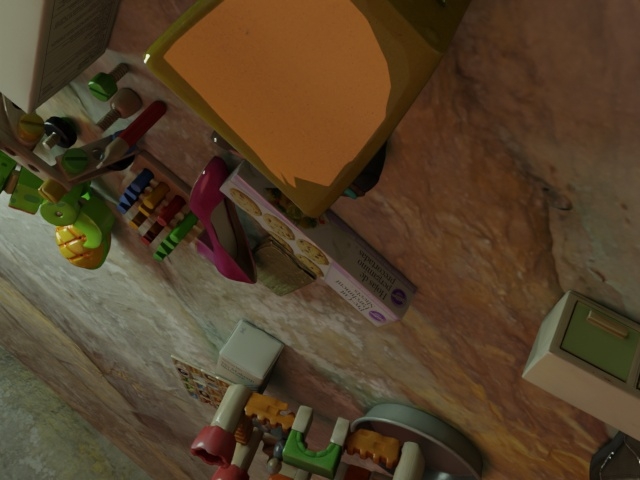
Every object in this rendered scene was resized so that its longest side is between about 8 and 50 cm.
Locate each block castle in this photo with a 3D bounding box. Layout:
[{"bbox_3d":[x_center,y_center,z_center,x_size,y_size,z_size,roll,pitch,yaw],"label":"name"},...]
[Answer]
[{"bbox_3d":[-0.023,0.498,1.367,0.452,0.213,0.303,15,145,13],"label":"block castle"}]

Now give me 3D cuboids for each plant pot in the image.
[{"bbox_3d":[0.013,-0.189,0.608,0.212,0.212,0.187,43,134,-14],"label":"plant pot"}]

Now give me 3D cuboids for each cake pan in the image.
[{"bbox_3d":[0.202,0.431,1.380,0.293,0.054,0.293,23,146,17],"label":"cake pan"}]

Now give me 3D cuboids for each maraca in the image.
[{"bbox_3d":[-0.475,-0.027,1.341,0.127,0.099,0.186,16,117,21],"label":"maraca"}]

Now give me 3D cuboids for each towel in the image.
[{"bbox_3d":[-0.071,0.044,1.137,0.110,0.027,0.148,40,147,-11],"label":"towel"}]

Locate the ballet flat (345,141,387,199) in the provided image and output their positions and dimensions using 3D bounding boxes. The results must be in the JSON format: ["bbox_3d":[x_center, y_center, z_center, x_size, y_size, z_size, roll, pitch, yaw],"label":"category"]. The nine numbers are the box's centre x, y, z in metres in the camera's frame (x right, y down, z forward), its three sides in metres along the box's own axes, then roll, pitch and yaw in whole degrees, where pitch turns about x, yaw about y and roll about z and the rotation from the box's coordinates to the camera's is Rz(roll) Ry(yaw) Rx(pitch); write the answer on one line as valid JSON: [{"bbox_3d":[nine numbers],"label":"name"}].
[{"bbox_3d":[-0.041,-0.158,0.786,0.280,0.096,0.095,32,-177,-13],"label":"ballet flat"}]

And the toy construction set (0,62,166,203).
[{"bbox_3d":[-0.408,-0.139,0.996,0.308,0.237,0.258,5,138,36],"label":"toy construction set"}]

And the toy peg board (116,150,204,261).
[{"bbox_3d":[-0.284,-0.047,1.157,0.160,0.079,0.161,40,147,-11],"label":"toy peg board"}]

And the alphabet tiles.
[{"bbox_3d":[-0.217,0.350,1.508,0.237,0.009,0.198,21,146,19],"label":"alphabet tiles"}]

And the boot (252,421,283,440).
[{"bbox_3d":[-0.153,0.450,1.716,0.208,0.076,0.189,43,145,-2],"label":"boot"}]

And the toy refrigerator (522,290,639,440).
[{"bbox_3d":[0.402,0.177,0.826,0.269,0.102,0.094,28,147,10],"label":"toy refrigerator"}]

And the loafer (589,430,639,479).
[{"bbox_3d":[0.467,0.379,1.005,0.133,0.130,0.366,16,144,26],"label":"loafer"}]

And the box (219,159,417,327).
[{"bbox_3d":[0.000,0.000,0.982,0.324,0.063,0.067,42,148,-13],"label":"box"}]

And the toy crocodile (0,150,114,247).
[{"bbox_3d":[-0.530,-0.097,1.204,0.340,0.115,0.105,26,127,-24],"label":"toy crocodile"}]

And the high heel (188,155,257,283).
[{"bbox_3d":[-0.138,-0.023,1.040,0.117,0.082,0.244,31,139,12],"label":"high heel"}]

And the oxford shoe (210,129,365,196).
[{"bbox_3d":[-0.031,-0.118,0.856,0.212,0.076,0.076,25,109,-4],"label":"oxford shoe"}]

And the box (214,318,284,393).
[{"bbox_3d":[-0.166,0.287,1.477,0.113,0.094,0.275,29,148,6],"label":"box"}]

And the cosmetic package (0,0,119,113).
[{"bbox_3d":[-0.314,-0.301,0.776,0.113,0.160,0.309,40,146,-8],"label":"cosmetic package"}]
